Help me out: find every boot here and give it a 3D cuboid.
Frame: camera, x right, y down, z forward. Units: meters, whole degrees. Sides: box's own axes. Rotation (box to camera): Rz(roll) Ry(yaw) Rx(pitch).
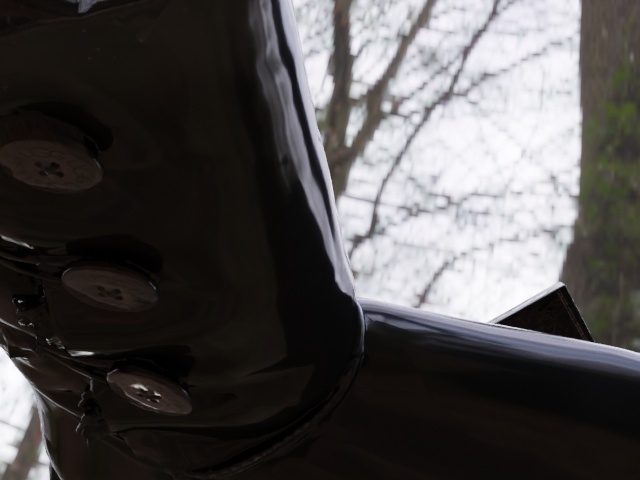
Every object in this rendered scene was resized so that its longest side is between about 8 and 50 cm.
[{"bbox_3d":[-0.002,0.000,0.832,0.367,0.146,0.445,-2,-39,11],"label":"boot"}]

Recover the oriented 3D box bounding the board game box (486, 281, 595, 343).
[{"bbox_3d":[0.172,0.173,1.370,0.136,0.030,0.260,-29,-82,-1],"label":"board game box"}]
